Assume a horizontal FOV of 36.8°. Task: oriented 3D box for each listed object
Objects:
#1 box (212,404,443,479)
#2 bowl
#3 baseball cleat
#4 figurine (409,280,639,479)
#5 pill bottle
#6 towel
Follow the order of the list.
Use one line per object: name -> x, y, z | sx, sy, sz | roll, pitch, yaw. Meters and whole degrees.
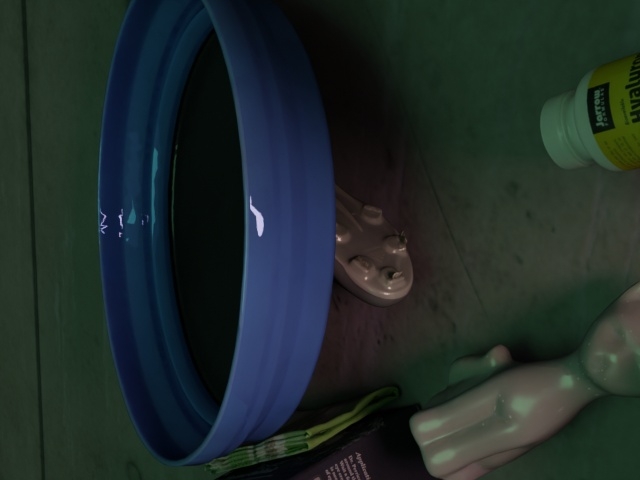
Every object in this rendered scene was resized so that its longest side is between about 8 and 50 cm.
box -> -0.005, 0.213, 0.778 | 0.156, 0.158, 0.093 | -24, 86, 47
bowl -> -0.099, -0.018, 0.780 | 0.391, 0.077, 0.392 | 4, 95, 64
baseball cleat -> 0.000, 0.000, 0.781 | 0.206, 0.072, 0.110 | 52, 141, 35
figurine -> 0.181, 0.147, 0.612 | 0.209, 0.092, 0.215 | -36, 71, 42
pill bottle -> 0.187, -0.075, 0.550 | 0.116, 0.065, 0.065 | -15, 92, 48
towel -> -0.019, 0.156, 0.808 | 0.152, 0.113, 0.023 | -27, 87, 47
